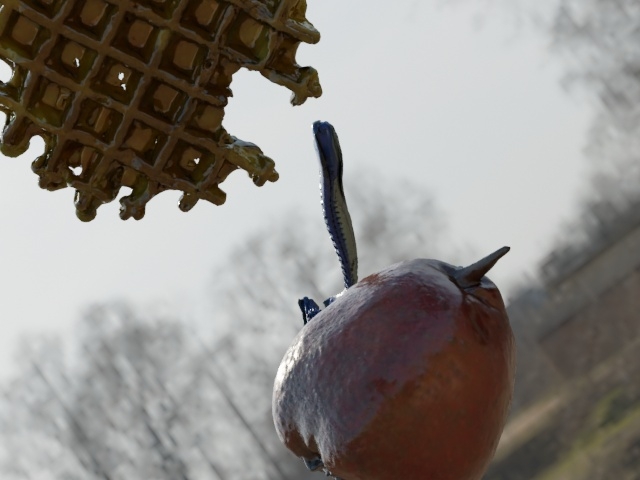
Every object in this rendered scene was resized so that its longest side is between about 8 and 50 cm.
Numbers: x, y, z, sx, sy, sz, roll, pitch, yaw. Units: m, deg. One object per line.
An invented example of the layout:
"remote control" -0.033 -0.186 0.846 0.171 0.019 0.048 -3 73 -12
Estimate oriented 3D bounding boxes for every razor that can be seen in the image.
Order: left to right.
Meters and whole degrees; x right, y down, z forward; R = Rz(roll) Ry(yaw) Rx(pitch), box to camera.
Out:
"razor" 0.012 -0.001 1.847 0.056 0.093 0.324 -5 -42 -7

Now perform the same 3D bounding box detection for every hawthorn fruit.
"hawthorn fruit" 0.088 0.113 1.653 0.262 0.210 0.210 -53 -6 -3

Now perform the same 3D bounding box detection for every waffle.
"waffle" -0.117 -0.126 1.231 0.232 0.228 0.051 -15 21 4
